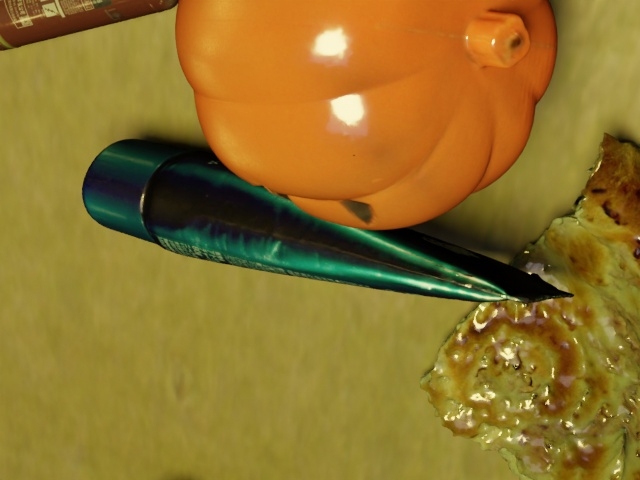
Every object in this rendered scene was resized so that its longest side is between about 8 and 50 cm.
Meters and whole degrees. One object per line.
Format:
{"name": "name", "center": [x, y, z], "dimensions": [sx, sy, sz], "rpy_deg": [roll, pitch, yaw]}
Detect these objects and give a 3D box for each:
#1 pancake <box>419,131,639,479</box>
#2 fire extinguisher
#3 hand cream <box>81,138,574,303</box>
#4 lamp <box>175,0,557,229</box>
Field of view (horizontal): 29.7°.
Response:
{"name": "pancake", "center": [0.157, 0.104, 0.745], "dimensions": [0.197, 0.054, 0.376], "rpy_deg": [2, 117, 14]}
{"name": "fire extinguisher", "center": [-0.133, -0.144, 0.692], "dimensions": [0.158, 0.043, 0.064], "rpy_deg": [-10, 72, 18]}
{"name": "hand cream", "center": [0.000, 0.000, 0.676], "dimensions": [0.270, 0.120, 0.061], "rpy_deg": [17, 94, 22]}
{"name": "lamp", "center": [0.031, -0.098, 0.586], "dimensions": [0.164, 0.188, 0.187], "rpy_deg": [11, 125, 44]}
